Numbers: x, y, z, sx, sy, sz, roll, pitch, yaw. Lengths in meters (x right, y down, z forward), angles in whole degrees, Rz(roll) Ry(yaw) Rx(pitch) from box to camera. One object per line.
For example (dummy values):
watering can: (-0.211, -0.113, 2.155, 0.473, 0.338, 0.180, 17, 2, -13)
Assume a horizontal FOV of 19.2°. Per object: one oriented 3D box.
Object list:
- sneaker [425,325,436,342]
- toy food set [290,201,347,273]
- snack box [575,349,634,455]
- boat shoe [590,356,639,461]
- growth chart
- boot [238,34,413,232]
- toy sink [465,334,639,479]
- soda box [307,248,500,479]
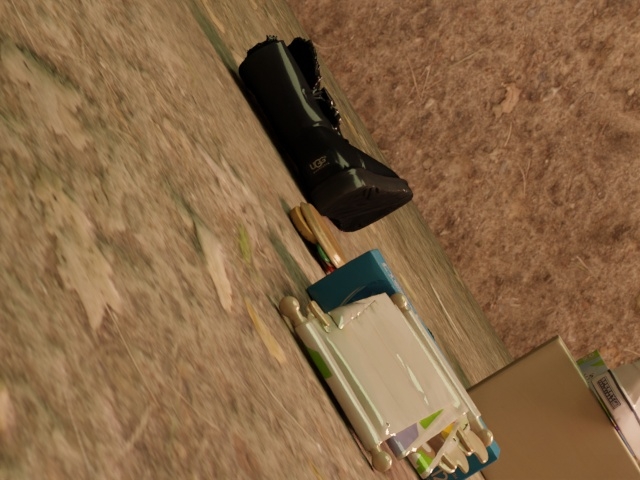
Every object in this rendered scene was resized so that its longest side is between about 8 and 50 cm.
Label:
sneaker: (0.100, 0.148, 1.798, 0.161, 0.057, 0.075, -116, -172, -54)
toy food set: (0.000, 0.000, 1.826, 0.082, 0.020, 0.083, 58, 6, -2)
snack box: (0.316, 0.241, 2.450, 0.070, 0.174, 0.207, 60, 4, -16)
boat shoe: (0.379, 0.199, 2.153, 0.095, 0.084, 0.258, 61, 6, 24)
growth chart: (0.062, 0.113, 1.494, 0.172, 0.021, 0.237, 61, 22, 11)
boot: (0.006, -0.123, 2.136, 0.207, 0.094, 0.246, 64, 13, 13)
toy sink: (0.265, 0.244, 2.130, 0.234, 0.153, 0.131, 58, 5, 5)
soda box: (0.073, 0.112, 1.635, 0.210, 0.067, 0.071, 58, 6, 4)
